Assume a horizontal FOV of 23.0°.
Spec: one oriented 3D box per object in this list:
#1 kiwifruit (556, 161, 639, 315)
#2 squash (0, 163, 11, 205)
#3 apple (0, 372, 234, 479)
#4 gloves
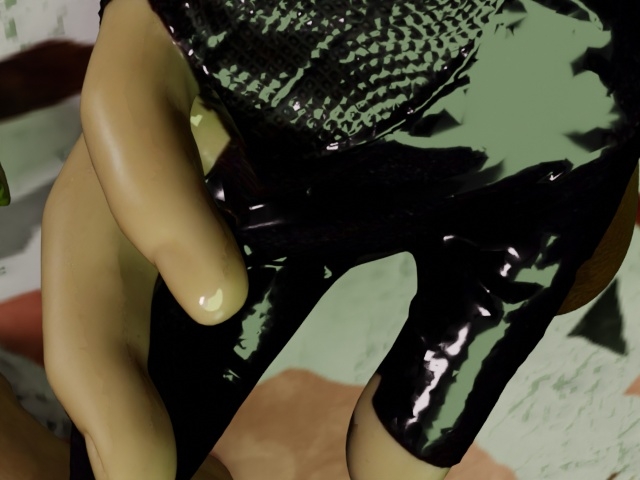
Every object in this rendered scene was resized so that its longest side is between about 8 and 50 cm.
[{"bbox_3d":[0.085,-0.020,0.607,0.075,0.075,0.124,-17,139,-12],"label":"kiwifruit"},{"bbox_3d":[-0.195,-0.005,0.479,0.201,0.066,0.066,-11,133,-19],"label":"squash"},{"bbox_3d":[-0.145,0.188,0.613,0.251,0.163,0.293,-45,132,14],"label":"apple"},{"bbox_3d":[0.000,-0.006,0.508,0.197,0.152,0.301,34,84,-27],"label":"gloves"}]
